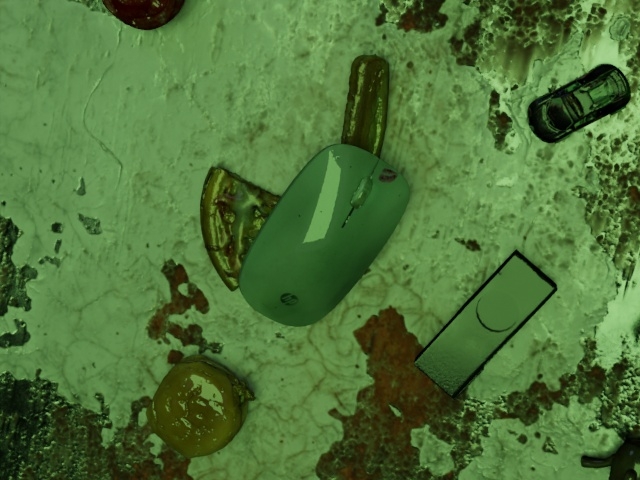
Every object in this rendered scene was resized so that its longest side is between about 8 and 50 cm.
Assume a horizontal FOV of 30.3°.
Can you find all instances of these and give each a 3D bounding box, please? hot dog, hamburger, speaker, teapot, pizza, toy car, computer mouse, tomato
[{"bbox_3d":[0.058,-0.154,1.652,0.066,0.047,0.216,1,107,-20],"label":"hot dog"},{"bbox_3d":[-0.179,0.247,1.749,0.138,0.083,0.147,35,107,-1],"label":"hamburger"},{"bbox_3d":[0.232,0.120,1.666,0.082,0.044,0.218,42,104,2],"label":"speaker"},{"bbox_3d":[0.417,0.316,1.651,0.110,0.085,0.080,17,101,28],"label":"teapot"},{"bbox_3d":[-0.090,-0.012,1.711,0.176,0.036,0.185,4,101,10],"label":"pizza"},{"bbox_3d":[0.347,-0.183,1.589,0.142,0.055,0.069,-28,90,13],"label":"toy car"},{"bbox_3d":[-0.001,0.004,1.633,0.159,0.097,0.288,31,118,-15],"label":"computer mouse"},{"bbox_3d":[-0.246,-0.381,1.654,0.139,0.091,0.159,12,129,18],"label":"tomato"}]
